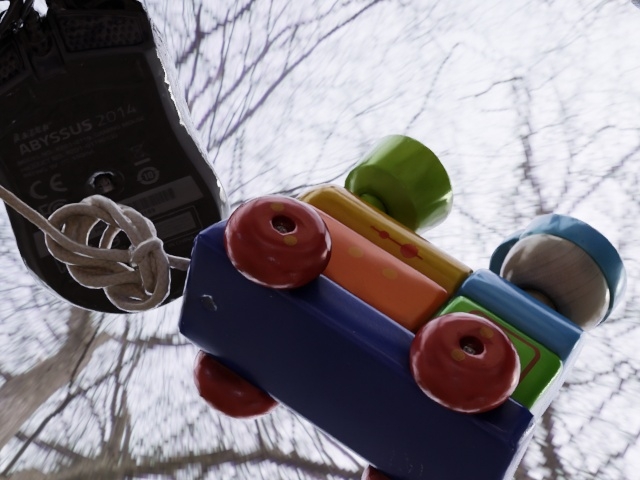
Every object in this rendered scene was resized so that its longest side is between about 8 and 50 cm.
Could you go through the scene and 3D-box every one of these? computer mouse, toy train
[{"bbox_3d":[-0.122,-0.072,0.927,0.188,0.072,0.272,-18,-45,-6],"label":"computer mouse"},{"bbox_3d":[0.000,0.000,0.729,0.248,0.105,0.143,33,-133,15],"label":"toy train"}]

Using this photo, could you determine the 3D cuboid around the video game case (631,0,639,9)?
[{"bbox_3d":[0.308,-0.074,0.716,0.269,0.244,0.061,14,-86,-31],"label":"video game case"}]
